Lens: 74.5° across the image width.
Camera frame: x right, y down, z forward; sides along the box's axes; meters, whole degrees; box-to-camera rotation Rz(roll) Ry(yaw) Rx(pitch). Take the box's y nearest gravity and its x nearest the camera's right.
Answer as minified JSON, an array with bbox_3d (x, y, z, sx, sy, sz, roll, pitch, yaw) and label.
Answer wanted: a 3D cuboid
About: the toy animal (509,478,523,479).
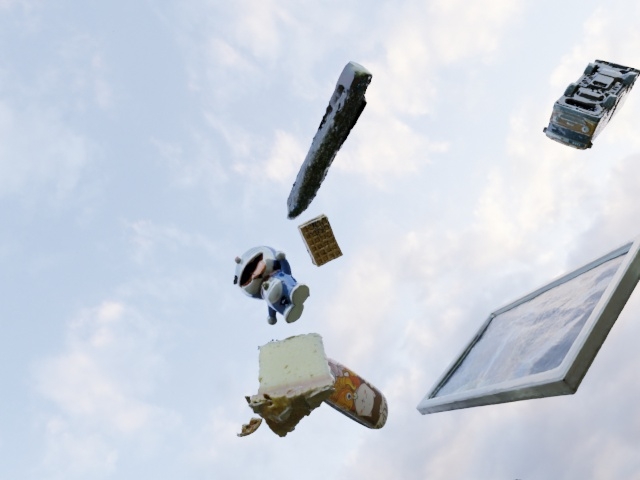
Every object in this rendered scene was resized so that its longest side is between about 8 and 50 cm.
[{"bbox_3d":[0.419,0.517,0.848,0.220,0.108,0.062,31,-118,-27],"label":"toy animal"}]

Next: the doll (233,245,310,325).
[{"bbox_3d":[-0.145,0.124,1.207,0.161,0.257,0.215,10,-73,-49],"label":"doll"}]

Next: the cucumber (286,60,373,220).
[{"bbox_3d":[0.005,-0.128,0.605,0.044,0.043,0.257,-6,-41,-39],"label":"cucumber"}]

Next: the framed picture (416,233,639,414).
[{"bbox_3d":[0.262,0.127,0.554,0.240,0.020,0.324,-41,-11,-25],"label":"framed picture"}]

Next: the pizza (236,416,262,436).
[{"bbox_3d":[-0.194,0.509,1.149,0.083,0.037,0.016,-32,-22,-6],"label":"pizza"}]

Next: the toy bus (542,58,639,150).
[{"bbox_3d":[0.507,-0.254,0.794,0.182,0.091,0.103,-42,-33,-23],"label":"toy bus"}]

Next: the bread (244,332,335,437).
[{"bbox_3d":[-0.041,0.252,0.750,0.152,0.147,0.127,-25,-58,9],"label":"bread"}]

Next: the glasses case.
[{"bbox_3d":[0.095,0.481,1.317,0.321,0.122,0.082,39,-47,-22],"label":"glasses case"}]

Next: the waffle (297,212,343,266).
[{"bbox_3d":[0.000,0.000,1.328,0.102,0.042,0.148,-25,-76,-7],"label":"waffle"}]
